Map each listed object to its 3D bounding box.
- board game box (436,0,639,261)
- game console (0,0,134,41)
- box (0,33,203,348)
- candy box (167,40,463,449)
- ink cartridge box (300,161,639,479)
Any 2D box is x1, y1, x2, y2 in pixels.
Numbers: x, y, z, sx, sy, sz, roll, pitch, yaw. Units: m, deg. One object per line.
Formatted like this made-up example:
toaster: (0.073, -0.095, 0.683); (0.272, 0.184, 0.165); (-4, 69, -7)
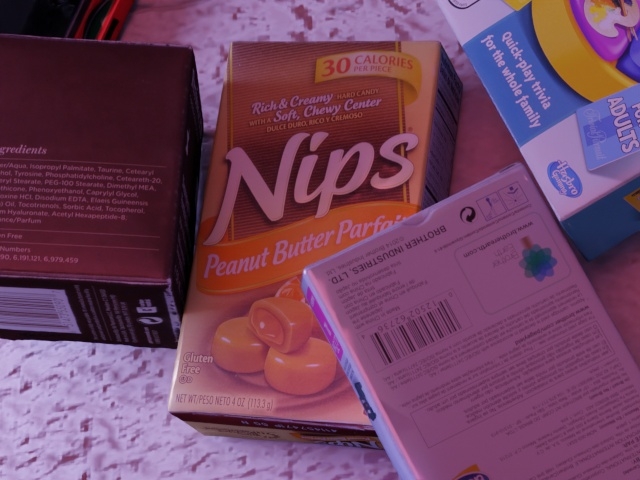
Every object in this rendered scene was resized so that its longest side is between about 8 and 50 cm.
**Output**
board game box: (0.281, -0.179, 1.262); (0.336, 0.079, 0.254); (-31, 56, 10)
game console: (-0.313, -0.281, 1.582); (0.342, 0.060, 0.387); (17, 76, 28)
box: (-0.186, -0.036, 1.348); (0.167, 0.168, 0.203); (3, 70, 1)
candy box: (0.000, 0.000, 1.333); (0.182, 0.087, 0.317); (2, 72, 18)
ink cartridge box: (0.136, 0.120, 1.202); (0.185, 0.065, 0.311); (-25, 74, -11)
